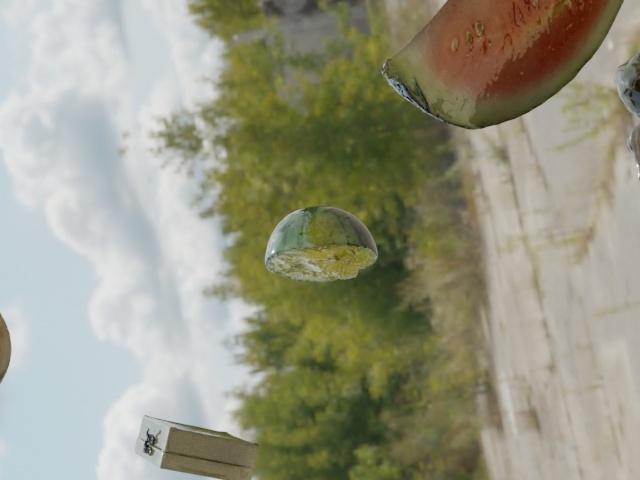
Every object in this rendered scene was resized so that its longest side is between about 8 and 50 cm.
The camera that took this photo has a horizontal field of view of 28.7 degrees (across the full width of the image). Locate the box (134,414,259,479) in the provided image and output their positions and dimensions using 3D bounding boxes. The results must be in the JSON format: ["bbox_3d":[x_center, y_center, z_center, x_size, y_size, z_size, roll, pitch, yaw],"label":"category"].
[{"bbox_3d":[-0.104,0.169,1.017,0.079,0.083,0.035,0,76,66],"label":"box"}]

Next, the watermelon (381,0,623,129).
[{"bbox_3d":[0.132,-0.153,0.784,0.063,0.245,0.119,37,161,33],"label":"watermelon"}]

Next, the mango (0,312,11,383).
[{"bbox_3d":[-0.268,0.059,0.645,0.151,0.221,0.121,-155,71,-66],"label":"mango"}]

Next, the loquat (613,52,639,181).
[{"bbox_3d":[0.380,-0.070,0.931,0.359,0.328,0.328,25,143,37],"label":"loquat"}]

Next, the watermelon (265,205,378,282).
[{"bbox_3d":[0.000,0.000,1.157,0.105,0.105,0.062,71,-164,-72],"label":"watermelon"}]
